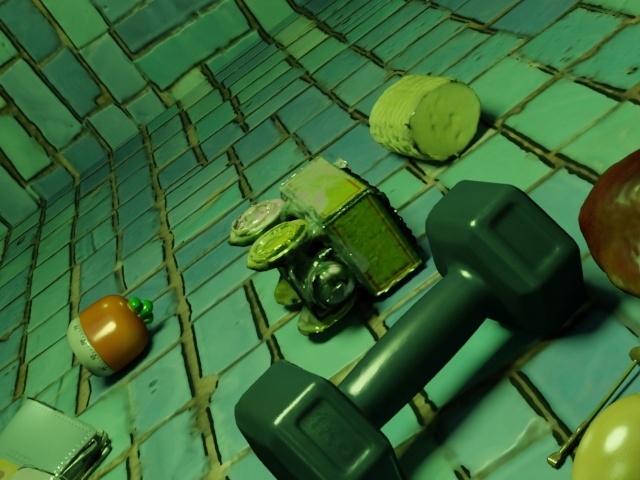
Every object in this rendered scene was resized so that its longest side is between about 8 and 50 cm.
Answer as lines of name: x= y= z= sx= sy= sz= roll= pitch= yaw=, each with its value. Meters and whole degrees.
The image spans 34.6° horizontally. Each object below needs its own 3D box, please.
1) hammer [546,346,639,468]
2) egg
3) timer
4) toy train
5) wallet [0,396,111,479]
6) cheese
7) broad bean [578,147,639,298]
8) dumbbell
hammer: x=0.218 y=0.129 z=0.798 sx=0.123 sy=0.014 sz=0.029 roll=-46 pitch=15 yaw=-14
egg: x=0.209 y=0.150 z=0.681 sx=0.096 sy=0.080 sz=0.080 roll=-50 pitch=21 yaw=5
timer: x=-0.292 y=0.125 z=1.462 sx=0.136 sy=0.099 sz=0.136 roll=-27 pitch=37 yaw=22
toy train: x=0.000 y=0.000 z=1.217 sx=0.177 sy=0.134 sz=0.261 roll=-38 pitch=22 yaw=-3
wallet: x=-0.375 y=0.309 z=1.268 sx=0.170 sy=0.069 sz=0.231 roll=11 pitch=53 yaw=39
cheese: x=0.141 y=-0.167 z=1.394 sx=0.123 sy=0.094 sz=0.167 roll=-49 pitch=18 yaw=-2
broad bean: x=0.301 y=-0.013 z=0.807 sx=0.156 sy=0.122 sz=0.228 roll=-40 pitch=19 yaw=-12
dumbbell: x=0.083 y=0.095 z=0.896 sx=0.325 sy=0.144 sz=0.160 roll=-45 pitch=25 yaw=-16
